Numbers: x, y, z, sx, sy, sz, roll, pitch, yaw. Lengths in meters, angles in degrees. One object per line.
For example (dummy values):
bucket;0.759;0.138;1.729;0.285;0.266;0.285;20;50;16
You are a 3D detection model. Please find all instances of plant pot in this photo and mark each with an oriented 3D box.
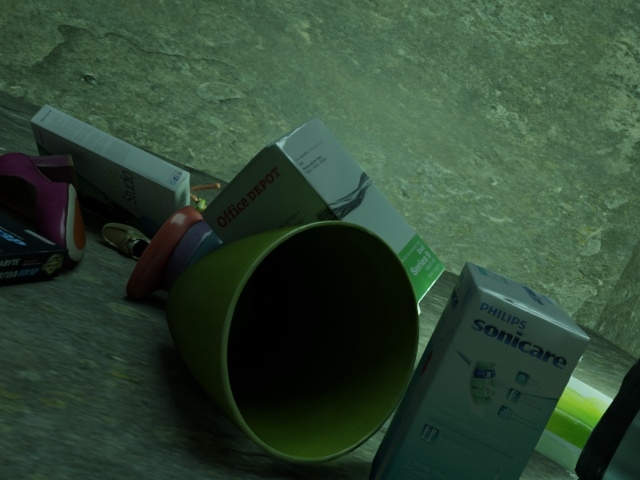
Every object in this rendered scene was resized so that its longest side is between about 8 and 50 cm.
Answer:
plant pot;-0.075;0.106;0.958;0.275;0.274;0.294;18;-7;-36

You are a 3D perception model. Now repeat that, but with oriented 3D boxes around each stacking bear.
stacking bear;-0.131;0.082;1.206;0.289;0.164;0.175;30;9;8

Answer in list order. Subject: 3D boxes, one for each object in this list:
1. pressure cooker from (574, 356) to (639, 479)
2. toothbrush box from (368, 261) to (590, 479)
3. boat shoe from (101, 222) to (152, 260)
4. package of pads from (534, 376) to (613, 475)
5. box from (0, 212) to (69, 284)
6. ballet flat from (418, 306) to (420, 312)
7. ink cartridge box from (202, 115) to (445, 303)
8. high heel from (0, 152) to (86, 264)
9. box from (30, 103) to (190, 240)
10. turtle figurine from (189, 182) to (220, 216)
pressure cooker;0.565;0.330;0.902;0.370;0.375;0.420;-18;36;-39
toothbrush box;0.164;0.190;0.849;0.126;0.295;0.216;25;9;5
boat shoe;-0.344;0.007;1.390;0.135;0.050;0.045;24;3;-5
package of pads;0.413;0.306;1.411;0.297;0.101;0.229;30;17;25
box;-0.498;-0.008;1.054;0.220;0.051;0.175;26;9;15
ballet flat;0.108;0.135;1.520;0.147;0.147;0.409;30;-13;31
ink cartridge box;0.000;0.000;1.078;0.289;0.211;0.121;50;44;-3
high heel;-0.500;-0.048;1.271;0.181;0.127;0.377;-11;26;-15
box;-0.409;-0.115;1.493;0.322;0.058;0.232;26;-32;9
turtle figurine;-0.149;0.006;1.494;0.270;0.087;0.217;21;-31;9
